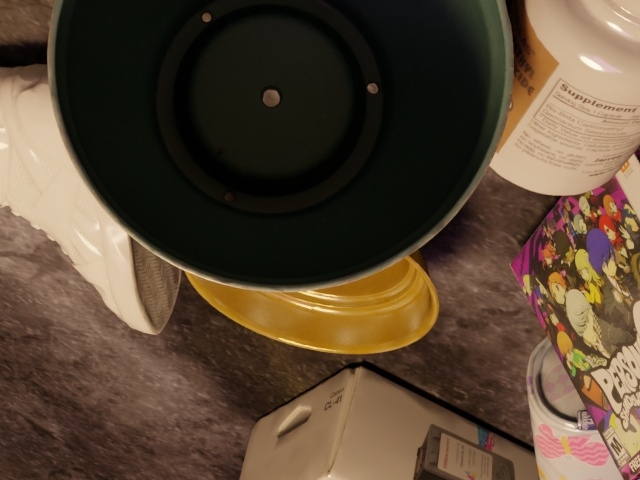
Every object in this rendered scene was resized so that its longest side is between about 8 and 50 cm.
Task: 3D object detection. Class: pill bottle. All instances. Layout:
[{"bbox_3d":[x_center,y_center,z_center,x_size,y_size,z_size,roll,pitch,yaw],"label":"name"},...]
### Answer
[{"bbox_3d":[0.186,-0.137,1.282,0.131,0.131,0.229,20,148,-7],"label":"pill bottle"}]

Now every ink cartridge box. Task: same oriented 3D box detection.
[{"bbox_3d":[0.094,0.270,1.964,0.306,0.131,0.226,26,147,-19],"label":"ink cartridge box"}]

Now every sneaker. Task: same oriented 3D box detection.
[{"bbox_3d":[-0.223,-0.040,1.651,0.169,0.108,0.293,5,137,20],"label":"sneaker"}]

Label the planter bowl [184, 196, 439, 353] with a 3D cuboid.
[{"bbox_3d":[0.000,0.000,1.617,0.217,0.090,0.217,11,149,7],"label":"planter bowl"}]

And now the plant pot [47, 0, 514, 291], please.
[{"bbox_3d":[-0.031,-0.107,1.322,0.293,0.293,0.196,17,175,-3],"label":"plant pot"}]

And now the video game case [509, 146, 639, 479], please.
[{"bbox_3d":[0.244,0.049,1.501,0.041,0.210,0.232,-17,159,-25],"label":"video game case"}]

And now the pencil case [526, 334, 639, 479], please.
[{"bbox_3d":[0.254,0.182,1.772,0.124,0.113,0.273,-5,145,6],"label":"pencil case"}]
